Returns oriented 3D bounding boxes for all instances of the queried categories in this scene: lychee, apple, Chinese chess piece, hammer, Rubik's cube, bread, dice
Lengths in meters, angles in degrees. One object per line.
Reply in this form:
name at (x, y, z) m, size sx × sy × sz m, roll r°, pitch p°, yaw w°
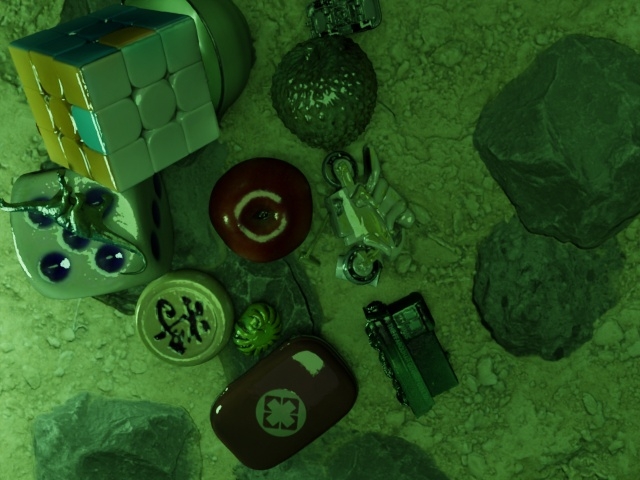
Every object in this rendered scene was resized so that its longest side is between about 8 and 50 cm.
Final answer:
lychee at (0.013, -0.349, 1.755) m, size 0.255 × 0.255 × 0.274 m, roll -28°, pitch 136°, yaw 6°
apple at (-0.138, -0.076, 1.816) m, size 0.260 × 0.216 × 0.260 m, roll 0°, pitch 101°, yaw -2°
Chinese chess piece at (-0.351, 0.200, 1.928) m, size 0.257 × 0.104 × 0.257 m, roll 0°, pitch 100°, yaw 2°
hammer at (0.000, 0.000, 1.870) m, size 0.060 × 0.028 × 0.195 m, roll 22°, pitch 136°, yaw -5°
Rubik's cube at (-0.436, -0.319, 1.601) m, size 0.291 × 0.290 × 0.291 m, roll 22°, pitch 135°, yaw 37°
bread at (-0.163, 0.233, 1.928) m, size 0.139 × 0.071 × 0.130 m, roll -37°, pitch 120°, yaw -15°
dice at (-0.544, -0.038, 1.804) m, size 0.304 × 0.277 × 0.304 m, roll -8°, pitch 101°, yaw 5°

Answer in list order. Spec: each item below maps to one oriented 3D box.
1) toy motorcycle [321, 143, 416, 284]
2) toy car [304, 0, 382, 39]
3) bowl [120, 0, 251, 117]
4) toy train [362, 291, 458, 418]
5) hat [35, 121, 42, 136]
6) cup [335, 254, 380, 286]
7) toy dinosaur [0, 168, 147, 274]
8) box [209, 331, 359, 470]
toy motorcycle at (0.127, -0.071, 1.849) m, size 0.223 × 0.108 × 0.341 m, roll -14°, pitch 88°, yaw -16°
toy car at (0.060, -0.543, 1.788) m, size 0.191 × 0.100 × 0.097 m, roll -8°, pitch 101°, yaw 23°
bowl at (-0.285, -0.460, 1.729) m, size 0.185 × 0.354 × 0.354 m, roll -37°, pitch 101°, yaw -37°
toy train at (0.236, 0.288, 1.915) m, size 0.178 × 0.138 × 0.330 m, roll -27°, pitch 100°, yaw 2°
hat at (-0.621, -0.305, 1.843) m, size 0.162 × 0.093 × 0.112 m, roll -42°, pitch 96°, yaw 9°
cup at (0.098, 0.082, 1.896) m, size 0.116 × 0.104 × 0.074 m, roll 9°, pitch 117°, yaw 3°
toy dinosaur at (-0.533, -0.057, 1.630) m, size 0.363 × 0.076 × 0.147 m, roll 25°, pitch 119°, yaw -2°
box at (-0.098, 0.428, 1.956) m, size 0.404 × 0.108 × 0.263 m, roll -40°, pitch 98°, yaw 10°
